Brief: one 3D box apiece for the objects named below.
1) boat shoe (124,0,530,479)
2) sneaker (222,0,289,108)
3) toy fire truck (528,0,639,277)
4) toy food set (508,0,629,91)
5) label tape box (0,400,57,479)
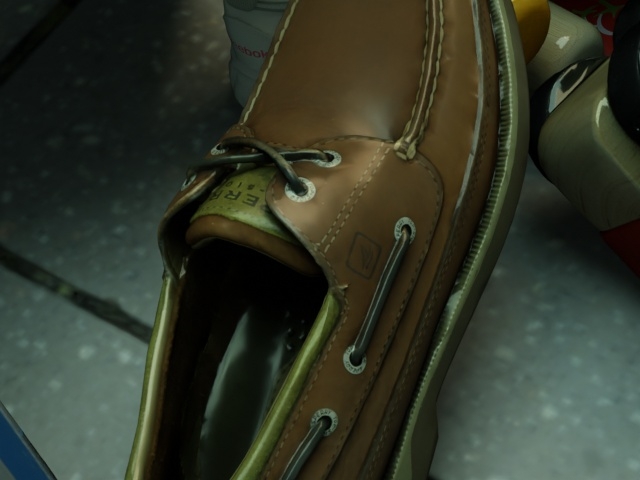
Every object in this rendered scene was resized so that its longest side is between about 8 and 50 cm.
[{"bbox_3d":[0.000,0.000,0.606,0.111,0.104,0.307,-2,73,39],"label":"boat shoe"},{"bbox_3d":[0.035,-0.166,0.781,0.090,0.115,0.232,25,64,27],"label":"sneaker"},{"bbox_3d":[0.244,-0.034,0.640,0.217,0.158,0.246,-44,94,-17],"label":"toy fire truck"},{"bbox_3d":[0.124,-0.148,0.751,0.232,0.111,0.104,-40,55,-21],"label":"toy food set"},{"bbox_3d":[-0.274,0.013,0.646,0.333,0.240,0.106,31,67,30],"label":"label tape box"}]
